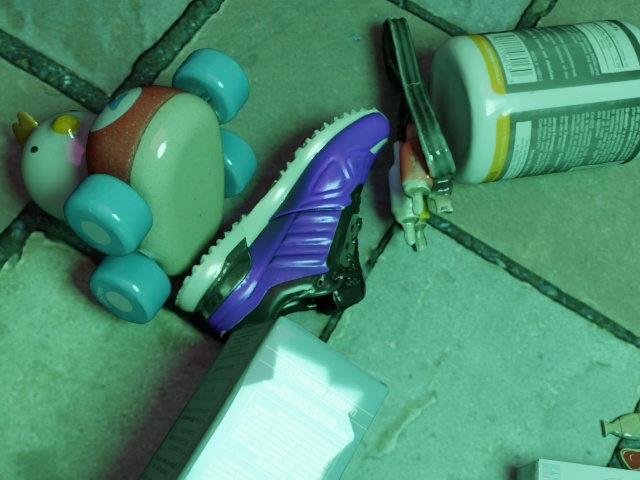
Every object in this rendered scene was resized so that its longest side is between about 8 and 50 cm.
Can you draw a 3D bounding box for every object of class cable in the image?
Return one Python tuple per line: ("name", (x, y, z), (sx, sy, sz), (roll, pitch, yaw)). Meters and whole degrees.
("cable", (0.088, -0.137, 0.994), (0.072, 0.139, 0.287), (-12, 66, -1))

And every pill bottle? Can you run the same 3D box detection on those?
("pill bottle", (0.271, -0.155, 1.008), (0.279, 0.162, 0.162), (-8, 68, -11))

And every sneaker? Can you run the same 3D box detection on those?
("sneaker", (0.000, 0.000, 0.949), (0.146, 0.102, 0.293), (39, 75, 8))

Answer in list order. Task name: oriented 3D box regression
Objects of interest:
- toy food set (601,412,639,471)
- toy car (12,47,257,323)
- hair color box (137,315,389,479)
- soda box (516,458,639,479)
("toy food set", (0.355, 0.208, 0.941), (0.122, 0.019, 0.077), (-9, 69, -10))
("toy car", (-0.219, -0.079, 0.909), (0.238, 0.210, 0.219), (20, 55, 15))
("hair color box", (-0.108, 0.251, 0.751), (0.114, 0.185, 0.374), (35, 73, -9))
("soda box", (0.301, 0.260, 0.883), (0.216, 0.074, 0.069), (8, 67, -3))
